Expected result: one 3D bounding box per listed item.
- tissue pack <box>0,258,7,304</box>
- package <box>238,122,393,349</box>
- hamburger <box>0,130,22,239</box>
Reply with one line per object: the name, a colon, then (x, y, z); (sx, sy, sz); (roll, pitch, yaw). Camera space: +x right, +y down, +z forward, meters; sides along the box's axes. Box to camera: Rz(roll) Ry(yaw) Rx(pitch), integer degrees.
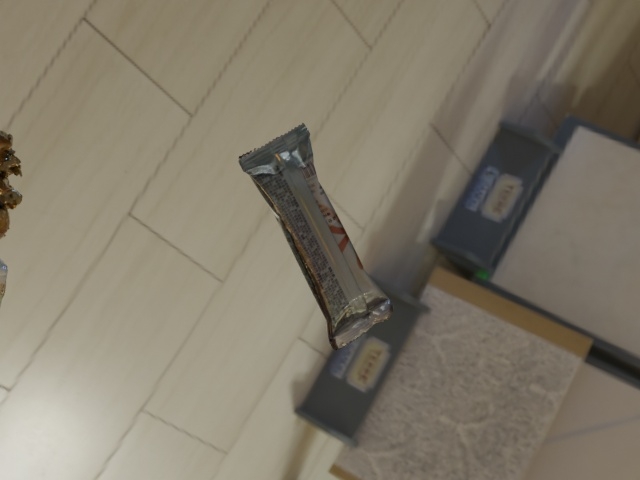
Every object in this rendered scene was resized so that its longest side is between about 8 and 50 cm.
tissue pack: (-0.467, 0.051, 1.024); (0.234, 0.159, 0.125); (11, 91, -27)
package: (0.000, 0.000, 0.448); (0.037, 0.015, 0.110); (-34, 118, -14)
hamburger: (-0.545, -0.080, 1.362); (0.245, 0.260, 0.211); (4, 95, -13)
